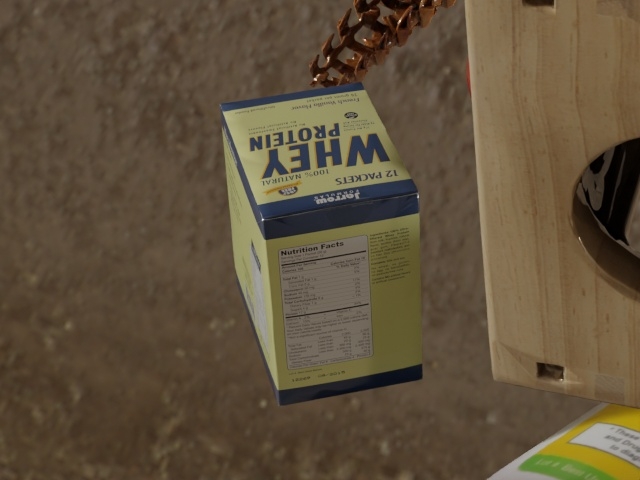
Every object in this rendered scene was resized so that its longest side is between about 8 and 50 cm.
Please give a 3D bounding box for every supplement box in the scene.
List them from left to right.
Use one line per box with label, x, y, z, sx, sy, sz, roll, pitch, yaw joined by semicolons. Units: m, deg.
supplement box;0.000;0.000;0.643;0.056;0.083;0.083;-10;125;-10

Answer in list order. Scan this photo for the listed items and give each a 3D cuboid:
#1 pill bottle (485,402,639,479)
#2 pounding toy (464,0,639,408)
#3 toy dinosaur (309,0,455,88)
pill bottle;0.176;0.095;0.647;0.136;0.246;0.136;37;143;36
pounding toy;0.071;-0.056;0.332;0.094;0.181;0.206;10;140;18
toy dinosaur;0.103;-0.211;0.818;0.164;0.322;0.218;10;171;23
